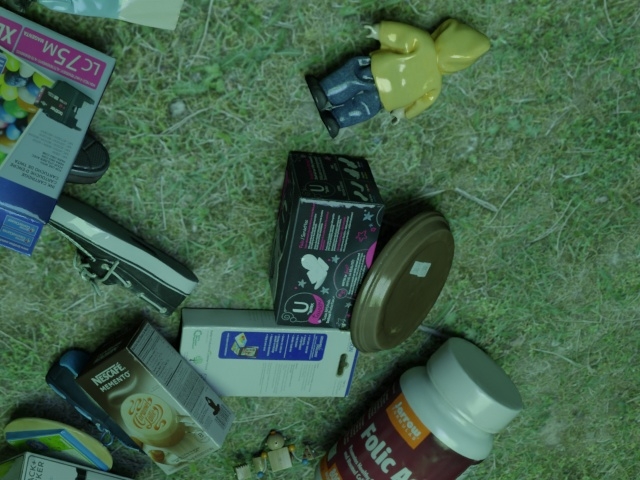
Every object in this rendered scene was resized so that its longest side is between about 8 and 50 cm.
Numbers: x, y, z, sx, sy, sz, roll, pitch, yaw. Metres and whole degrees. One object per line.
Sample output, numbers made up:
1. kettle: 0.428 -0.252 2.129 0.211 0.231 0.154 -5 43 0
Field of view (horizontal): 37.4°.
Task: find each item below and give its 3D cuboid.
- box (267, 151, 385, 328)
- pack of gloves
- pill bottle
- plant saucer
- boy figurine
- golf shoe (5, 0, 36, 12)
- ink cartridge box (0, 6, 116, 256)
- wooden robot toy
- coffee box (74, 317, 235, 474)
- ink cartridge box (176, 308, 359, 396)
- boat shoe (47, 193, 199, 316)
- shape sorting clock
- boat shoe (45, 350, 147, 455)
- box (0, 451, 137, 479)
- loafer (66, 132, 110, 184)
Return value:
1. box: 0.000 0.000 1.568 0.142 0.163 0.247 5 122 -13
2. pack of gloves: -0.286 -0.404 1.307 0.232 0.046 0.195 1 123 -37
3. pill bottle: 0.189 0.387 1.823 0.224 0.224 0.392 30 111 -27
4. plant saucer: 0.149 0.078 1.625 0.278 0.041 0.277 -39 146 -34
5. boy figurine: 0.120 -0.270 1.466 0.285 0.092 0.177 -26 124 4
6. golf shoe: -0.439 -0.437 1.244 0.120 0.105 0.272 7 128 14
7. ink cartridge box: -0.433 -0.151 1.331 0.186 0.065 0.311 23 85 -14
8. wooden robot toy: -0.094 0.420 1.892 0.173 0.076 0.079 -15 89 -3
9. coffee box: -0.288 0.277 1.661 0.141 0.098 0.246 -33 107 26
10. ink cartridge box: -0.098 0.210 1.741 0.333 0.065 0.165 4 121 -14
11. boat shoe: -0.345 0.030 1.540 0.306 0.113 0.105 35 95 -39
12. shape sorting clock: -0.481 0.380 1.739 0.206 0.040 0.206 6 139 5
13. boat shoe: -0.388 0.301 1.726 0.089 0.109 0.258 -34 106 23
14. box: -0.463 0.482 1.756 0.290 0.087 0.169 25 144 -34
15. loafer: -0.471 -0.148 1.417 0.303 0.109 0.095 20 135 -17
